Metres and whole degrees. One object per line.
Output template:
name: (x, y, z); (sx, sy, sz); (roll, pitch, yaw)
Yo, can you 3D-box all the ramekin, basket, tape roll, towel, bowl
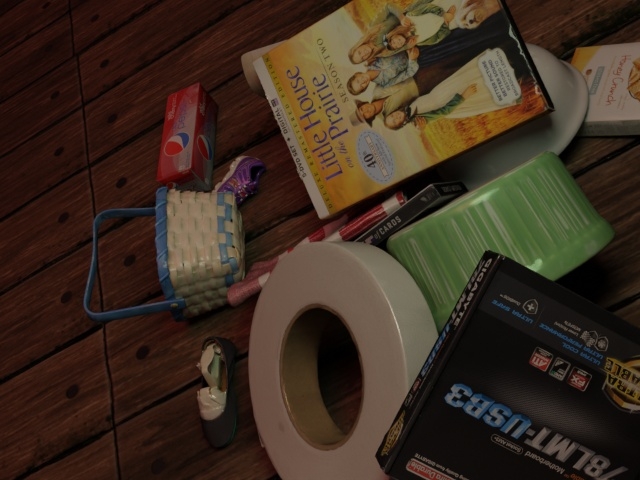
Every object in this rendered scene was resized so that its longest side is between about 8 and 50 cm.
ramekin: (0.241, -0.001, 1.207); (0.304, 0.303, 0.148); (-30, 89, 10)
basket: (-0.285, 0.032, 1.578); (0.289, 0.201, 0.254); (-3, 51, -3)
tape roll: (0.022, 0.193, 1.224); (0.392, 0.072, 0.391); (0, 91, 55)
towel: (0.000, 0.000, 1.456); (0.329, 0.037, 0.237); (-31, 5, 9)
bowl: (0.287, -0.236, 1.449); (0.298, 0.134, 0.297); (-27, 41, 27)

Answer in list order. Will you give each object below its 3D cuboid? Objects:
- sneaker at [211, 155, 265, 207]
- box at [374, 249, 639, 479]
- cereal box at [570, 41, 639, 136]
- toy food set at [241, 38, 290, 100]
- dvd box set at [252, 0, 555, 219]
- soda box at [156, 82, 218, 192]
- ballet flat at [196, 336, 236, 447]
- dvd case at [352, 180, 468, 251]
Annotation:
sneaker: (-0.165, -0.102, 1.719); (0.071, 0.068, 0.169); (11, 63, 31)
box: (0.262, 0.206, 1.031); (0.293, 0.296, 0.073); (-61, 7, 0)
cereal box: (0.516, -0.251, 1.400); (0.240, 0.047, 0.173); (3, 58, 40)
toy food set: (0.019, -0.319, 1.619); (0.220, 0.306, 0.092); (-12, 79, 24)
dvd box set: (0.121, -0.254, 1.385); (0.421, 0.062, 0.307); (-25, 85, 25)
soda box: (-0.288, -0.219, 1.871); (0.092, 0.083, 0.263); (-18, 50, 20)
ballet flat: (-0.183, 0.251, 1.461); (0.074, 0.074, 0.203); (-18, 50, 20)
dvd case: (0.117, -0.016, 1.377); (0.239, 0.179, 0.029); (-38, 81, 22)
